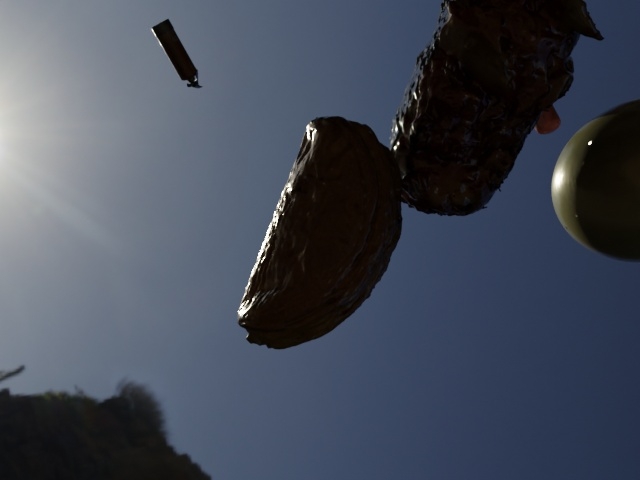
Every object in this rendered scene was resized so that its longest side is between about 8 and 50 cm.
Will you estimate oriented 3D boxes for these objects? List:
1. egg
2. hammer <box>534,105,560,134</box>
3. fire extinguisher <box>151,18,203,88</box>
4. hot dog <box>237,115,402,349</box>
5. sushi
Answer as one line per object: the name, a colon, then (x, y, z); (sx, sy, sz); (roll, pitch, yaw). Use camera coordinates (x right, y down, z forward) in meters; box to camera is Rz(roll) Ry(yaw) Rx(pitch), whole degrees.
egg: (0.435, -0.079, 1.070); (0.269, 0.219, 0.219); (-10, -96, 61)
hammer: (0.323, -0.196, 1.188); (0.043, 0.043, 0.083); (-40, -112, 42)
fire extinguisher: (-0.156, -0.205, 0.890); (0.022, 0.028, 0.083); (-21, -70, 24)
hot dog: (0.000, 0.000, 0.917); (0.196, 0.122, 0.272); (3, -105, 67)
sushi: (0.210, -0.187, 0.997); (0.182, 0.197, 0.343); (-89, -162, -56)
